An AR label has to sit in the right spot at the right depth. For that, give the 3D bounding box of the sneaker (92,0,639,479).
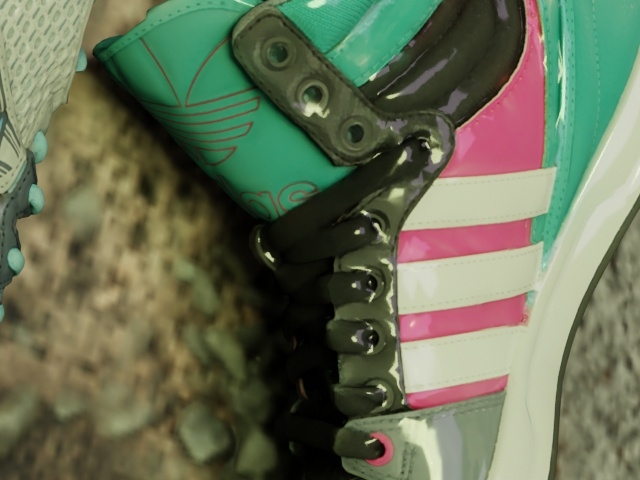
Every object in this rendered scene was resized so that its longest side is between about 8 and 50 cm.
[{"bbox_3d":[0.000,0.000,0.478,0.178,0.124,0.295,29,72,-21],"label":"sneaker"}]

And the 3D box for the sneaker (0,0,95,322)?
[{"bbox_3d":[-0.128,-0.011,0.402,0.283,0.110,0.122,-51,126,-29],"label":"sneaker"}]
